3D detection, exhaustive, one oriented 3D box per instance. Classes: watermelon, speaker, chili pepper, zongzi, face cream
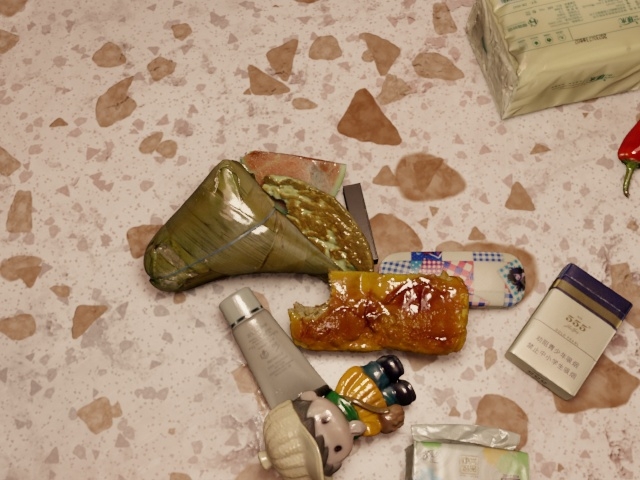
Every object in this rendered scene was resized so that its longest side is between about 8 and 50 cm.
[{"bbox_3d":[-0.066,-0.125,1.775,0.231,0.128,0.146,10,98,17],"label":"watermelon"},{"bbox_3d":[0.090,-0.036,1.765,0.046,0.040,0.191,-11,71,-2],"label":"speaker"},{"bbox_3d":[0.831,-0.260,1.830,0.368,0.092,0.137,-35,85,-10],"label":"chili pepper"},{"bbox_3d":[-0.173,0.050,1.673,0.360,0.160,0.323,42,103,-7],"label":"zongzi"},{"bbox_3d":[-0.104,0.247,1.643,0.143,0.089,0.314,-32,81,-12],"label":"face cream"}]

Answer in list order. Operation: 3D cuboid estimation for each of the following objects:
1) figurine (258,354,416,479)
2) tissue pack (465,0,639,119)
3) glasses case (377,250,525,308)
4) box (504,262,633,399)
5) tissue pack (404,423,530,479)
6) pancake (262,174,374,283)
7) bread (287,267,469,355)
[{"bbox_3d":[0.029,0.368,1.570,0.332,0.204,0.185,-33,98,-37],"label":"figurine"},{"bbox_3d":[0.580,-0.487,1.843,0.380,0.207,0.297,-12,69,-5],"label":"tissue pack"},{"bbox_3d":[0.290,0.087,1.702,0.327,0.076,0.125,1,73,0],"label":"glasses case"},{"bbox_3d":[0.541,0.194,1.670,0.168,0.071,0.259,37,73,11],"label":"box"},{"bbox_3d":[0.289,0.439,1.533,0.229,0.159,0.145,5,70,1],"label":"tissue pack"},{"bbox_3d":[0.003,-0.002,1.710,0.197,0.054,0.377,-36,89,26],"label":"pancake"},{"bbox_3d":[0.120,0.147,1.619,0.380,0.109,0.185,0,107,6],"label":"bread"}]
